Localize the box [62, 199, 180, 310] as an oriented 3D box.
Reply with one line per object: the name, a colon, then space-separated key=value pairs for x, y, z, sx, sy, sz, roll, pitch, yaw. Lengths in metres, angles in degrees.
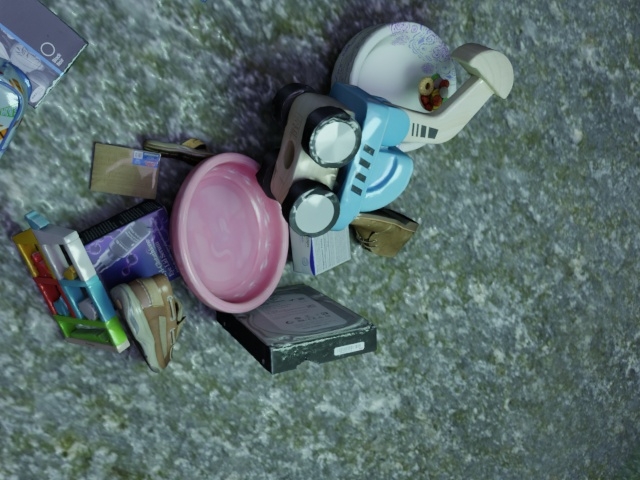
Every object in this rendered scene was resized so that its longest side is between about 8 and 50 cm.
box: x=-0.389 y=0.030 z=1.304 sx=0.207 sy=0.108 sz=0.153 roll=-31 pitch=115 yaw=-18

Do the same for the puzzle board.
puzzle board: x=-0.394 y=-0.139 z=1.299 sx=0.128 sy=0.011 sz=0.096 roll=8 pitch=101 yaw=-14

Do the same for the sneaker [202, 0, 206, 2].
sneaker: x=-0.235 y=-0.549 z=1.274 sx=0.058 sy=0.052 sz=0.135 roll=13 pitch=96 yaw=-25

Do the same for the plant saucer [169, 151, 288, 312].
plant saucer: x=-0.196 y=-0.015 z=1.342 sx=0.332 sy=0.084 sz=0.332 roll=6 pitch=83 yaw=-56

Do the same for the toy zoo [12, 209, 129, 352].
toy zoo: x=-0.485 y=0.077 z=1.222 sx=0.030 sy=0.192 sz=0.293 roll=-40 pitch=120 yaw=-43

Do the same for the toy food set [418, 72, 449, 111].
toy food set: x=0.254 y=-0.328 z=1.429 sx=0.082 sy=0.020 sz=0.083 roll=-19 pitch=111 yaw=-22

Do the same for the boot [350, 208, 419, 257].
boot: x=0.126 y=-0.022 z=1.523 sx=0.305 sy=0.112 sz=0.115 roll=14 pitch=107 yaw=-52

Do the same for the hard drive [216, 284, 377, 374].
hard drive: x=-0.063 y=0.176 z=1.377 sx=0.237 sy=0.339 sz=0.064 roll=-7 pitch=104 yaw=-25

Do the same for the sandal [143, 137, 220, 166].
sandal: x=-0.277 y=-0.192 z=1.338 sx=0.180 sy=0.072 sz=0.049 roll=11 pitch=75 yaw=-25

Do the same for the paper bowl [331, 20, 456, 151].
paper bowl: x=0.157 y=-0.349 z=1.470 sx=0.284 sy=0.148 sz=0.284 roll=-7 pitch=106 yaw=-27

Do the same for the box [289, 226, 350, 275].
box: x=0.000 y=0.000 z=1.494 sx=0.137 sy=0.072 sz=0.126 roll=-22 pitch=113 yaw=-47

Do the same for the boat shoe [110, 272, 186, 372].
boat shoe: x=-0.323 y=0.169 z=1.288 sx=0.116 sy=0.123 sz=0.324 roll=-31 pitch=159 yaw=-20

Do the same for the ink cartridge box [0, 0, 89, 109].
ink cartridge box: x=-0.594 y=-0.397 z=1.119 sx=0.333 sy=0.065 sz=0.165 roll=38 pitch=84 yaw=-28

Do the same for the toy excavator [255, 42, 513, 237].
toy excavator: x=0.138 y=-0.217 z=1.315 sx=0.445 sy=0.222 sz=0.433 roll=5 pitch=115 yaw=-28

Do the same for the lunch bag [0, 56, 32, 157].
lunch bag: x=-0.666 y=-0.237 z=1.066 sx=0.303 sy=0.115 sz=0.243 roll=26 pitch=116 yaw=-28
